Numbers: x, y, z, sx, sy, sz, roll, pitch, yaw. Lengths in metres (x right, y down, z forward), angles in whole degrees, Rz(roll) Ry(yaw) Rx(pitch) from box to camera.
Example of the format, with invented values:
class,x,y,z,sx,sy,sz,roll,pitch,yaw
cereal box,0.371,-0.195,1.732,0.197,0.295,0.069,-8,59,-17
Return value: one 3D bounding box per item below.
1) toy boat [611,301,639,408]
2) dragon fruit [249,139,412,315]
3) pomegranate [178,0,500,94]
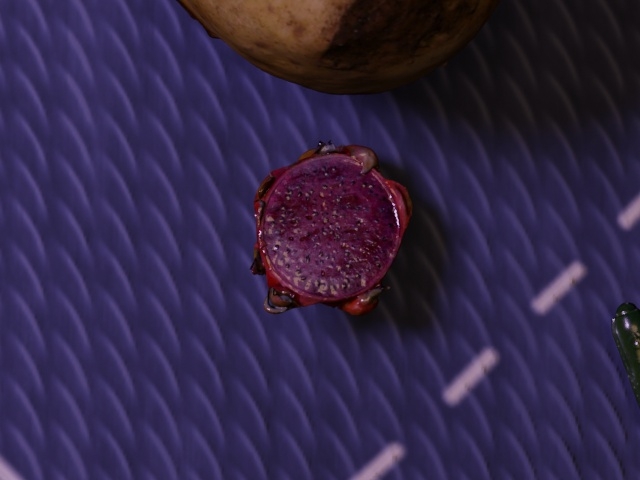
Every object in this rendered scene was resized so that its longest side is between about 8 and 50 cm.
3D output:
class,x,y,z,sx,sy,sz,roll,pitch,yaw
toy boat,0.277,0.120,1.087,0.104,0.052,0.210,-20,87,-6
dragon fruit,0.004,-0.003,1.079,0.112,0.068,0.126,5,74,-13
pomegranate,0.009,-0.227,0.990,0.281,0.281,0.281,0,87,-2
